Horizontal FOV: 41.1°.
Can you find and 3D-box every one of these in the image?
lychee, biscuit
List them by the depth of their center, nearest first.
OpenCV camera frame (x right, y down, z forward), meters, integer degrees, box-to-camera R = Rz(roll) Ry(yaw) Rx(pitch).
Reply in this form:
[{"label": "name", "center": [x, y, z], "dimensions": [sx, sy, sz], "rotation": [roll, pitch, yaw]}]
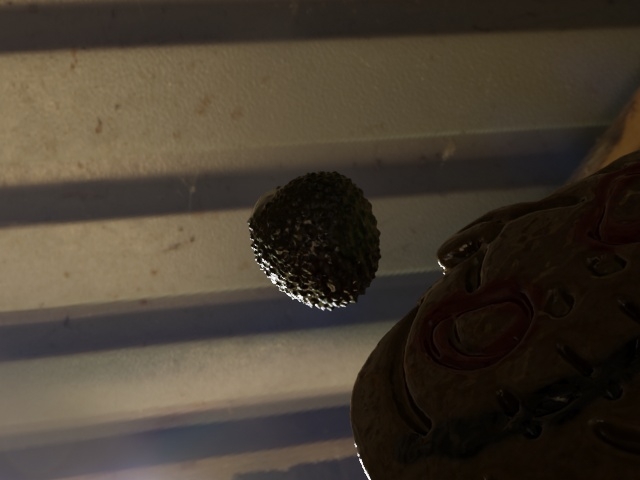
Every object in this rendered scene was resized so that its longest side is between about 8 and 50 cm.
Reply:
[{"label": "biscuit", "center": [0.178, 0.050, 0.589], "dimensions": [0.367, 0.314, 0.063], "rotation": [-38, -57, -1]}, {"label": "lychee", "center": [0.000, 0.000, 1.018], "dimensions": [0.171, 0.171, 0.171], "rotation": [-11, -48, -13]}]
